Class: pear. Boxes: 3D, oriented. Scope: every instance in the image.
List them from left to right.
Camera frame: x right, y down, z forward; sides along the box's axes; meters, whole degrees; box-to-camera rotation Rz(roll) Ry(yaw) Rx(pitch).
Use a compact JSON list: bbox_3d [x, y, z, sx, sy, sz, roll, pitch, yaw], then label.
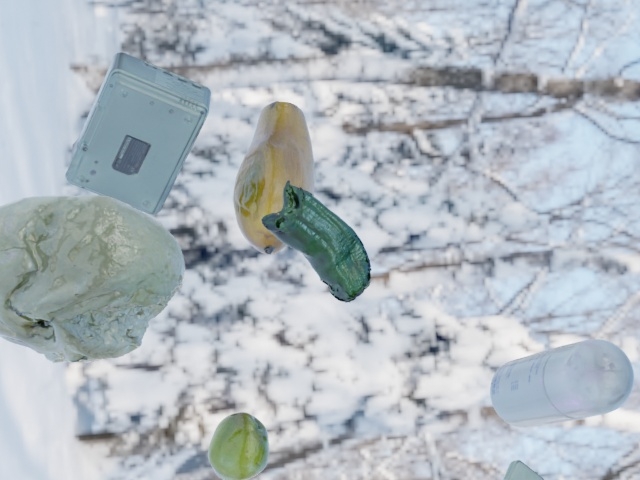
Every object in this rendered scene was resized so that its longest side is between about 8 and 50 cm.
[{"bbox_3d":[-0.108,0.280,1.599,0.092,0.092,0.097,-105,-154,-51],"label":"pear"}]

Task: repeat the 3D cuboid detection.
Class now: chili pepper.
[{"bbox_3d":[-0.001,-0.001,1.778,0.224,0.098,0.061,49,4,-28],"label":"chili pepper"}]

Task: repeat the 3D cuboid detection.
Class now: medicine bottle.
[{"bbox_3d":[0.421,0.249,2.042,0.341,0.130,0.130,140,-54,-69],"label":"medicine bottle"}]

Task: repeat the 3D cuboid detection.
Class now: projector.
[{"bbox_3d":[-0.330,-0.185,2.110,0.257,0.192,0.099,-59,-162,31],"label":"projector"}]

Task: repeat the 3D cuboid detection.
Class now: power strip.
[{"bbox_3d":[0.190,0.259,1.156,0.016,0.040,0.090,-33,-159,55],"label":"power strip"}]

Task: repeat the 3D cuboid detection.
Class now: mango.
[{"bbox_3d":[-0.083,-0.121,2.289,0.359,0.143,0.187,-80,164,-44],"label":"mango"}]

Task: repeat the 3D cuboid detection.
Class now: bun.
[{"bbox_3d":[-0.254,0.051,1.191,0.210,0.237,0.116,73,14,-51],"label":"bun"}]
